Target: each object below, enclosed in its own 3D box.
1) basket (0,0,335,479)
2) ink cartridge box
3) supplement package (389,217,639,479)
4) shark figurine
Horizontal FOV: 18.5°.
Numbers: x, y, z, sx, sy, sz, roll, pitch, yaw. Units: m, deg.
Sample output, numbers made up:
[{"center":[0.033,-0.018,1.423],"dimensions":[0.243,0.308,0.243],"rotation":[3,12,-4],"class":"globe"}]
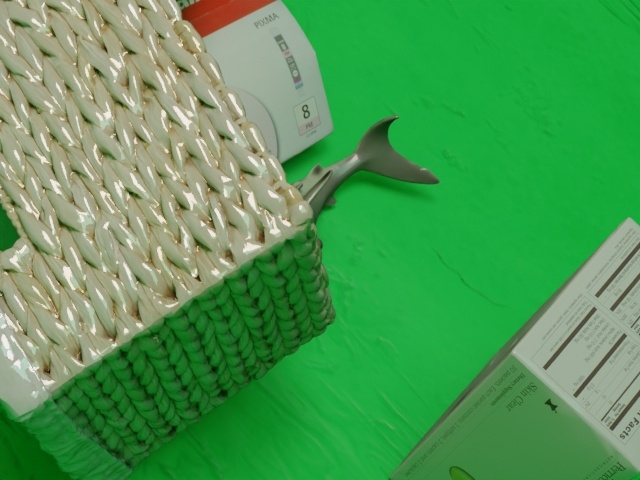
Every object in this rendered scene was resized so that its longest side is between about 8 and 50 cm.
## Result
[{"center":[-0.176,-0.019,1.566],"dimensions":[0.266,0.331,0.328],"rotation":[-31,73,-6],"class":"basket"},{"center":[-0.091,-0.169,1.834],"dimensions":[0.189,0.066,0.232],"rotation":[-32,122,-36],"class":"ink cartridge box"},{"center":[0.214,0.144,1.731],"dimensions":[0.145,0.262,0.204],"rotation":[42,53,5],"class":"supplement package"},{"center":[-0.004,-0.005,1.848],"dimensions":[0.116,0.166,0.278],"rotation":[61,33,-13],"class":"shark figurine"}]
